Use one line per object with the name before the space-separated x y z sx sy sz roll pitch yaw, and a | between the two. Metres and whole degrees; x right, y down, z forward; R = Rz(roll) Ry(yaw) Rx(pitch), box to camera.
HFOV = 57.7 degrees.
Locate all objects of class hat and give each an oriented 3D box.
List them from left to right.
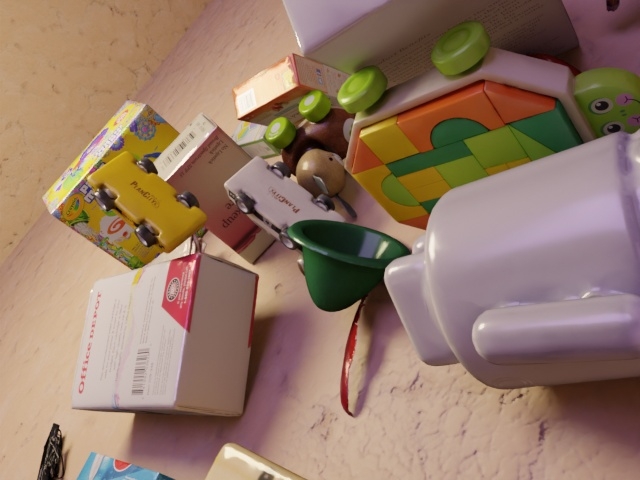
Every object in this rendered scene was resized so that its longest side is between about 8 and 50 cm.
hat | 0.019 0.085 0.798 0.173 0.208 0.183 18 107 18

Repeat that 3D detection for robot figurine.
robot figurine | 0.235 0.019 0.506 0.354 0.199 0.300 -18 13 38

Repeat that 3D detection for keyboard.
keyboard | -0.498 0.431 1.072 0.100 0.038 0.192 -60 28 25

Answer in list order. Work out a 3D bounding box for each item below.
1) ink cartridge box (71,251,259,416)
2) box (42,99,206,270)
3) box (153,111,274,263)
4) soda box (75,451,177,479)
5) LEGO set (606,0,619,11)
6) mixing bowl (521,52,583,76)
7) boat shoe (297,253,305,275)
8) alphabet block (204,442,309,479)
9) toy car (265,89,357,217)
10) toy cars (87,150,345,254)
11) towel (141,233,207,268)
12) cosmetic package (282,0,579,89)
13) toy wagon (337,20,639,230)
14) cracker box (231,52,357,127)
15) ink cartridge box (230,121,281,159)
ink cartridge box | -0.253 0.161 0.929 0.306 0.131 0.225 -14 64 42
box | -0.392 -0.105 1.283 0.290 0.279 0.177 -51 33 -8
box | -0.172 -0.093 1.059 0.148 0.232 0.127 -47 33 0
soda box | -0.281 0.367 0.846 0.210 0.067 0.071 -9 49 43
LEGO set | 0.490 -0.412 0.720 0.331 0.192 0.255 -40 38 -21
mixing bowl | 0.271 -0.179 0.771 0.182 0.098 0.181 -31 36 25
boat shoe | 0.000 0.000 0.941 0.045 0.050 0.135 -11 47 25
alphabet block | -0.007 0.311 0.478 0.197 0.193 0.192 -1 53 49
toy car | 0.013 -0.127 0.972 0.149 0.155 0.188 -35 44 18
toy cars | -0.161 -0.045 0.912 0.394 0.087 0.176 2 59 -4
towel | -0.330 0.120 1.156 0.282 0.049 0.187 -30 47 26
cosmetic package | 0.155 -0.303 0.719 0.230 0.453 0.161 -24 82 28
toy wagon | 0.192 -0.107 0.626 0.345 0.267 0.068 -13 47 41
cracker box | -0.026 -0.263 1.088 0.156 0.232 0.067 -18 80 38
ink cartridge box | -0.156 -0.245 1.361 0.209 0.062 0.108 -3 53 48
